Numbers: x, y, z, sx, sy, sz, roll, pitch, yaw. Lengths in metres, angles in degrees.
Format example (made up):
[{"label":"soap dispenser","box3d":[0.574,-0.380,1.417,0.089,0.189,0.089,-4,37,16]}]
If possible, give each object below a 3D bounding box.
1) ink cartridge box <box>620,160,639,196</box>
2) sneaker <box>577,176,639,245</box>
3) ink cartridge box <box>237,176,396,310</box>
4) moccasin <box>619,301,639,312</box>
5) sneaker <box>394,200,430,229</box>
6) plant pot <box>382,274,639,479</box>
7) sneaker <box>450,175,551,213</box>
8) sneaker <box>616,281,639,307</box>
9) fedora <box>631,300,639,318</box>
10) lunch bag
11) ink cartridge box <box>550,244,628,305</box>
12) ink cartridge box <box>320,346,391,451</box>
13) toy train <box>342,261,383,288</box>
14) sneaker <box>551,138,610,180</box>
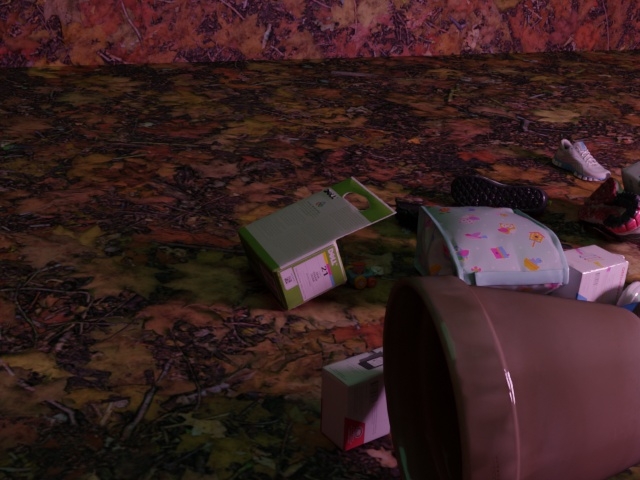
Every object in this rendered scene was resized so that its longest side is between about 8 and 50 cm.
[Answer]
[{"label":"ink cartridge box","box3d":[0.746,-0.094,1.910,0.060,0.104,0.180,-22,29,-1]},{"label":"sneaker","box3d":[0.673,-0.053,1.928,0.112,0.121,0.299,36,14,-11]},{"label":"ink cartridge box","box3d":[0.000,0.000,1.610,0.255,0.097,0.189,-25,34,-14]},{"label":"moccasin","box3d":[0.617,0.177,1.404,0.342,0.117,0.138,1,33,-3]},{"label":"sneaker","box3d":[0.204,-0.049,1.900,0.089,0.051,0.170,7,20,6]},{"label":"plant pot","box3d":[0.249,0.188,1.043,0.280,0.323,0.323,-6,26,-9]},{"label":"sneaker","box3d":[0.425,-0.098,2.034,0.234,0.084,0.097,12,2,14]},{"label":"sneaker","box3d":[0.651,0.104,1.626,0.212,0.080,0.094,-26,50,-37]},{"label":"fedora","box3d":[0.557,0.171,1.263,0.243,0.275,0.124,-23,2,6]},{"label":"lunch bag","box3d":[0.314,0.035,1.607,0.223,0.160,0.262,0,20,-11]},{"label":"ink cartridge box","box3d":[0.508,0.072,1.632,0.143,0.092,0.090,-9,27,-30]},{"label":"ink cartridge box","box3d":[0.078,0.219,1.228,0.150,0.109,0.063,-13,25,-33]},{"label":"toy train","box3d":[0.039,0.044,1.675,0.166,0.046,0.125,10,26,13]},{"label":"sneaker","box3d":[0.700,-0.219,2.300,0.071,0.083,0.190,-10,30,-31]}]
